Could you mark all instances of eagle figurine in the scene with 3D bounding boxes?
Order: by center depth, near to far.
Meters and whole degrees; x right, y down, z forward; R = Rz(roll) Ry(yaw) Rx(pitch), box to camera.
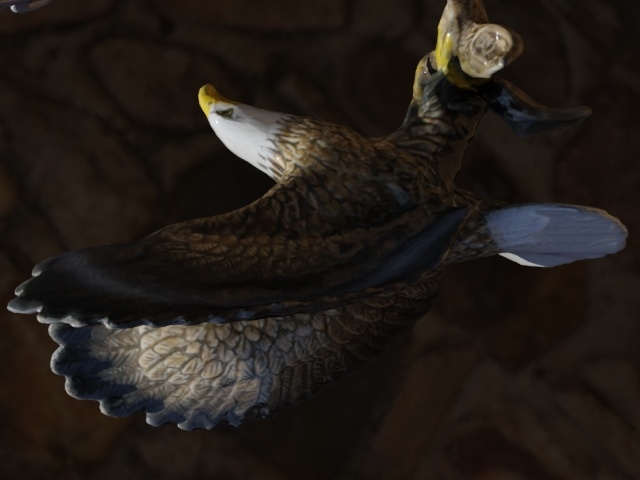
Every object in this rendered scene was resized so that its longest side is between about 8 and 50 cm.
[{"bbox_3d":[-0.008,-0.004,1.033,0.225,0.298,0.226,23,156,52],"label":"eagle figurine"}]

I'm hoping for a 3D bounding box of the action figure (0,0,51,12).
[{"bbox_3d":[-0.115,-0.173,0.652,0.099,0.185,0.285,41,121,11],"label":"action figure"}]
